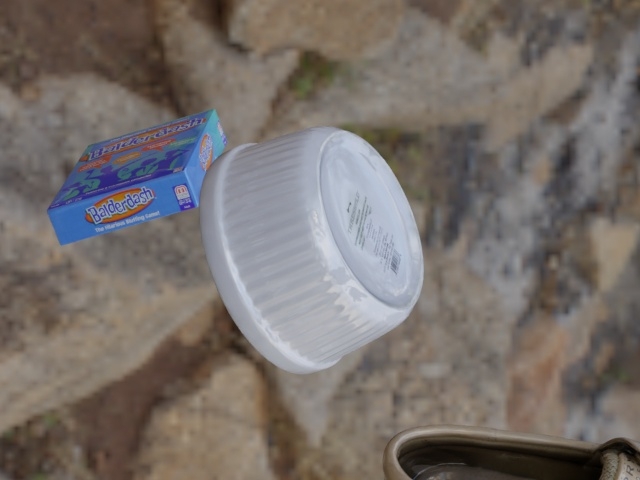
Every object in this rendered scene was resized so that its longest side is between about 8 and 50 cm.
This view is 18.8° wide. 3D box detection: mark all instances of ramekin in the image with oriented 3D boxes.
[{"bbox_3d":[0.000,0.000,1.653,0.207,0.109,0.207,41,37,-41],"label":"ramekin"}]

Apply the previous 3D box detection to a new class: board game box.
[{"bbox_3d":[-0.197,-0.072,2.121,0.210,0.160,0.047,-76,148,-68],"label":"board game box"}]

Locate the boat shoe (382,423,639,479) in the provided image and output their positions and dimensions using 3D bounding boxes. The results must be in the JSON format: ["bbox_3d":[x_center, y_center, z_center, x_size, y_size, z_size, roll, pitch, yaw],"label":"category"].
[{"bbox_3d":[0.204,0.195,1.285,0.110,0.341,0.122,77,25,-48],"label":"boat shoe"}]
